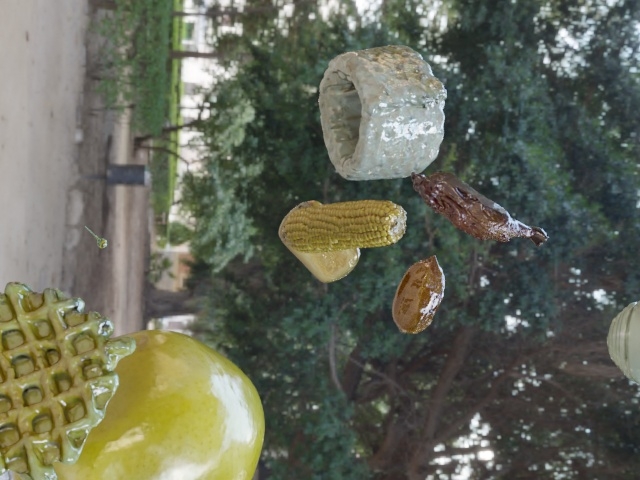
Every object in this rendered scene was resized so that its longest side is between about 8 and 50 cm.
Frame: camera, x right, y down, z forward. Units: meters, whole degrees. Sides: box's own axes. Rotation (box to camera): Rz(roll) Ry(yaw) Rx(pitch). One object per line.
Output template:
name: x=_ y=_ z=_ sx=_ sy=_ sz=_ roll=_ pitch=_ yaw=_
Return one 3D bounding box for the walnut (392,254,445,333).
walnut: x=0.243 y=0.133 z=1.762 sx=0.116 sy=0.115 sz=0.207 roll=-147 pitch=-105 yaw=-75

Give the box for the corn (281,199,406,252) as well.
corn: x=0.047 y=-0.028 z=1.379 sx=0.293 sy=0.106 sz=0.106 roll=-4 pitch=-96 yaw=42

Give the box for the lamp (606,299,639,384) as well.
lamp: x=0.441 y=0.124 z=0.853 sx=0.193 sy=0.106 sz=0.106 roll=-2 pitch=-94 yaw=38

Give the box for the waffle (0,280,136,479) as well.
waffle: x=-0.323 y=0.140 z=0.756 sx=0.054 sy=0.223 sz=0.204 roll=99 pitch=10 yaw=-59

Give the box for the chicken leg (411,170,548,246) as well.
chicken leg: x=0.221 y=-0.040 z=0.996 sx=0.048 sy=0.219 sz=0.089 roll=-61 pitch=-178 yaw=41

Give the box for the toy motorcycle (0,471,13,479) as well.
toy motorcycle: x=-0.652 y=0.548 z=1.476 sx=0.150 sy=0.102 sz=0.221 roll=-114 pitch=-157 yaw=-46

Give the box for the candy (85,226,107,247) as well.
candy: x=-0.588 y=-0.010 z=1.866 sx=0.083 sy=0.023 sz=0.025 roll=37 pitch=-36 yaw=17

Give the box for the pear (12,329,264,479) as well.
pear: x=-0.288 y=0.328 z=1.189 sx=0.362 sy=0.418 sz=0.362 roll=9 pitch=-75 yaw=35

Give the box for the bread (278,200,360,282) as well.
bread: x=0.000 y=0.000 z=1.836 sx=0.217 sy=0.147 sz=0.098 roll=51 pitch=18 yaw=-10

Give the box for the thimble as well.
thimble: x=0.127 y=-0.273 z=1.545 sx=0.291 sy=0.195 sz=0.291 roll=170 pitch=-90 yaw=-72
